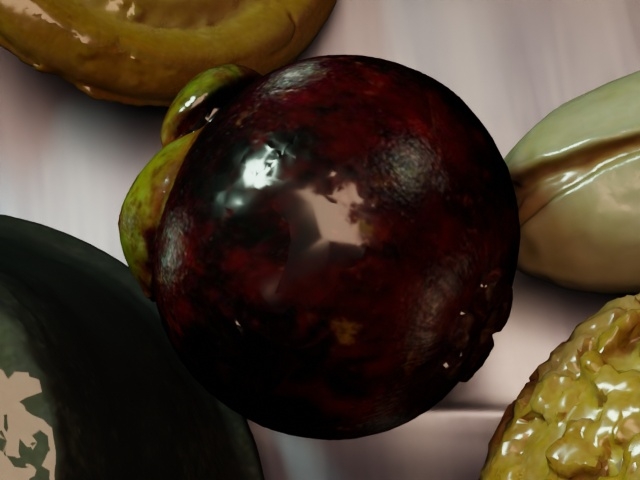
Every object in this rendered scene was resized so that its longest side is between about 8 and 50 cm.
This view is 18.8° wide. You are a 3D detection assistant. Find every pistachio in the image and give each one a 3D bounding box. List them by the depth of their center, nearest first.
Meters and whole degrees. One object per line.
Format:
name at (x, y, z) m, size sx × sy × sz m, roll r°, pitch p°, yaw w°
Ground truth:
pistachio at (0.180, -0.034, 1.007) m, size 0.185 × 0.124 × 0.124 m, roll -18°, pitch 74°, yaw -5°

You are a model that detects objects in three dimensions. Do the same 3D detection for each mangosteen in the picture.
mangosteen at (0.000, 0.000, 0.960) m, size 0.210 × 0.210 × 0.209 m, roll 0°, pitch 73°, yaw 0°

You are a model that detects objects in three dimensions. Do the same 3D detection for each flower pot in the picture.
flower pot at (-0.202, 0.125, 0.897) m, size 0.379 × 0.251 × 0.379 m, roll 0°, pitch 71°, yaw 0°

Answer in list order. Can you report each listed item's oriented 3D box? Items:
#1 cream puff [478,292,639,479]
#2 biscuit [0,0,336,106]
cream puff at (0.226, 0.160, 0.895) m, size 0.343 × 0.231 × 0.327 m, roll -32°, pitch 72°, yaw -9°
biscuit at (-0.099, -0.193, 1.046) m, size 0.262 × 0.037 × 0.262 m, roll 12°, pitch 62°, yaw -23°
